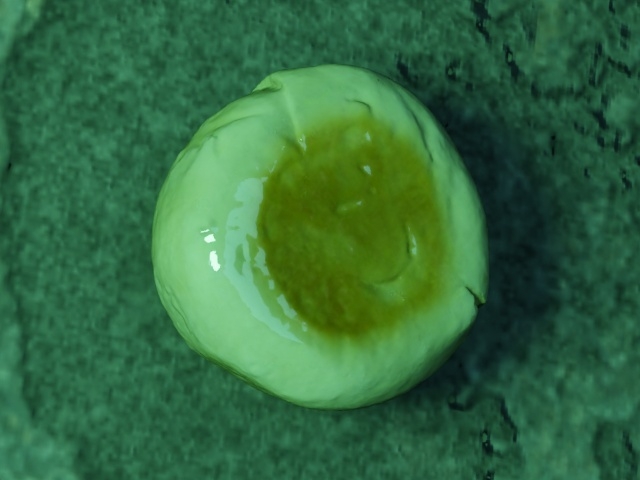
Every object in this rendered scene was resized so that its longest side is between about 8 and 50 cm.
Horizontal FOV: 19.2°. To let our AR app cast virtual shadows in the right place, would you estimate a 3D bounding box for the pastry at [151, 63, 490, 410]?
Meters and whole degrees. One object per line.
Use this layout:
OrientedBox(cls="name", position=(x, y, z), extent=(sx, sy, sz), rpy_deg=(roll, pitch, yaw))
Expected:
OrientedBox(cls="pastry", position=(0.000, 0.000, 0.853), extent=(0.156, 0.092, 0.156), rpy_deg=(2, 83, -17))
